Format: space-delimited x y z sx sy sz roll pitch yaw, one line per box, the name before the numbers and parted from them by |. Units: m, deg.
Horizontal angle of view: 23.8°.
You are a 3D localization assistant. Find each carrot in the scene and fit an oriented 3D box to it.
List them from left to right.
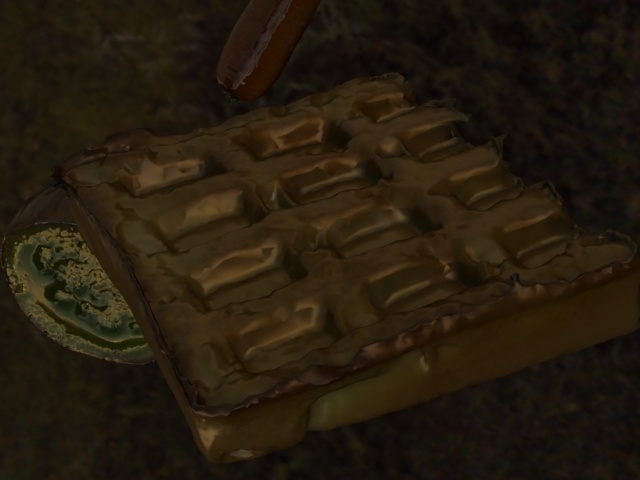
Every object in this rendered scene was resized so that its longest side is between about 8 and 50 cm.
carrot | -0.001 -0.190 0.953 0.248 0.043 0.043 -59 31 25

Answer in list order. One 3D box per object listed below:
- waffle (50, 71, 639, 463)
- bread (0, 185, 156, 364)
waffle | 0.000 0.000 1.024 0.348 0.304 0.078 -131 28 -53
bread | -0.243 0.040 1.692 0.236 0.236 0.070 -36 20 42
